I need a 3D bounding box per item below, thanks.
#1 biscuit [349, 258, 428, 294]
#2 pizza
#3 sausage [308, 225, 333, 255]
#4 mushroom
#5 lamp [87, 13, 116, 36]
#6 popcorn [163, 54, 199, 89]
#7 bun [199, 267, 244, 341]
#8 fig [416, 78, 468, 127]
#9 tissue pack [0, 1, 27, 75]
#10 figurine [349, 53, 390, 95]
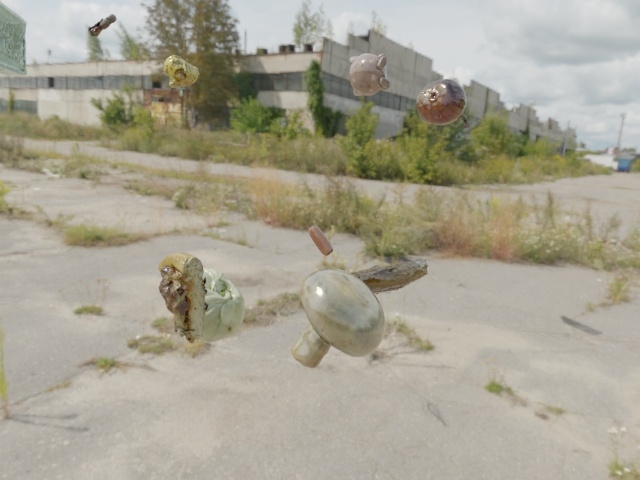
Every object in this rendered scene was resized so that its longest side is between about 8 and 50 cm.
[{"bbox_3d":[0.169,0.112,1.369,0.295,0.075,0.296,-13,-2,-1],"label":"biscuit"},{"bbox_3d":[-0.292,0.123,1.004,0.069,0.194,0.154,-11,2,-43],"label":"pizza"},{"bbox_3d":[0.000,0.000,1.209,0.034,0.083,0.034,-35,-4,-3],"label":"sausage"},{"bbox_3d":[0.041,0.170,1.022,0.206,0.209,0.206,10,24,-5],"label":"mushroom"},{"bbox_3d":[-0.625,-0.623,1.389,0.083,0.031,0.063,-24,41,13],"label":"lamp"},{"bbox_3d":[-0.344,-0.400,1.172,0.084,0.084,0.084,4,11,-1],"label":"popcorn"},{"bbox_3d":[-0.356,0.208,1.597,0.259,0.260,0.160,-8,-18,-48],"label":"bun"},{"bbox_3d":[0.423,-0.461,1.608,0.201,0.148,0.149,-15,-16,-23],"label":"fig"},{"bbox_3d":[-1.093,-0.599,1.340,0.404,0.206,0.332,5,7,-12],"label":"tissue pack"},{"bbox_3d":[0.148,-0.511,1.484,0.125,0.125,0.138,-5,12,-40],"label":"figurine"}]
